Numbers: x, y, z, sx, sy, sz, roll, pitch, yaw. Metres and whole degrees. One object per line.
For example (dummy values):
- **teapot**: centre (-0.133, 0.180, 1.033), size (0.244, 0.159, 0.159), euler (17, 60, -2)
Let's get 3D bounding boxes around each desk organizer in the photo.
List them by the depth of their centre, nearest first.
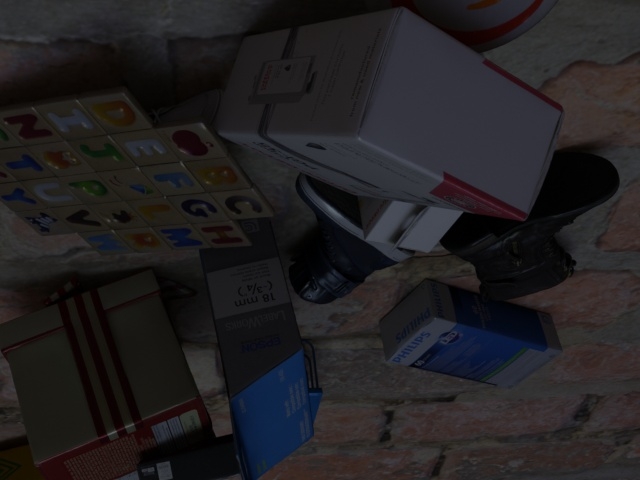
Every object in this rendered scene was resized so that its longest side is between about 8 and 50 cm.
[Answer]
- **desk organizer**: centre (-0.170, 0.293, 1.130), size (0.130, 0.047, 0.050), euler (-12, -177, -5)

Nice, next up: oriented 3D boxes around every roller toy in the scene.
- **roller toy**: centre (0.123, -0.268, 0.756), size (0.191, 0.146, 0.209), euler (27, 130, -36)

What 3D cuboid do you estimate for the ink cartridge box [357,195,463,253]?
- **ink cartridge box**: centre (0.103, -0.058, 1.022), size (0.089, 0.143, 0.092), euler (11, 139, -22)

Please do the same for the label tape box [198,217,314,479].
- **label tape box**: centre (-0.074, 0.165, 1.119), size (0.105, 0.334, 0.241), euler (-12, 143, -6)

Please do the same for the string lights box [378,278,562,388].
- **string lights box**: centre (0.238, 0.154, 1.370), size (0.259, 0.077, 0.133), euler (17, 136, -28)

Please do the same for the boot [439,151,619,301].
- **boot**: centre (0.304, -0.006, 1.185), size (0.263, 0.091, 0.229), euler (-23, 145, 25)

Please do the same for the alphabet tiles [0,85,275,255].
- **alphabet tiles**: centre (-0.239, -0.064, 0.988), size (0.342, 0.011, 0.285), euler (-4, 146, 24)

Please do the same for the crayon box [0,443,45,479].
- **crayon box**: centre (-0.544, 0.457, 1.611), size (0.318, 0.081, 0.202), euler (-15, 147, 11)

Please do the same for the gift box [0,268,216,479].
- **gift box**: centre (-0.275, 0.208, 1.221), size (0.276, 0.258, 0.255), euler (-19, 143, -18)

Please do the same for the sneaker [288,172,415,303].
- **sneaker**: centre (0.001, 0.002, 1.129), size (0.163, 0.086, 0.226), euler (-30, 138, 23)

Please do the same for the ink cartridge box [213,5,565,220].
- **ink cartridge box**: centre (0.053, -0.116, 0.835), size (0.207, 0.117, 0.283), euler (21, 176, -31)

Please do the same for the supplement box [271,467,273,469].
- **supplement box**: centre (-0.138, 0.419, 1.679), size (0.098, 0.036, 0.062), euler (2, 141, -12)

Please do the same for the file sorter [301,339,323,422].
- **file sorter**: centre (-0.071, 0.249, 1.418), size (0.118, 0.105, 0.170), euler (1, 141, -10)

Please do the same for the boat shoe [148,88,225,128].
- **boat shoe**: centre (-0.176, -0.119, 0.973), size (0.063, 0.066, 0.184), euler (27, 141, -37)
